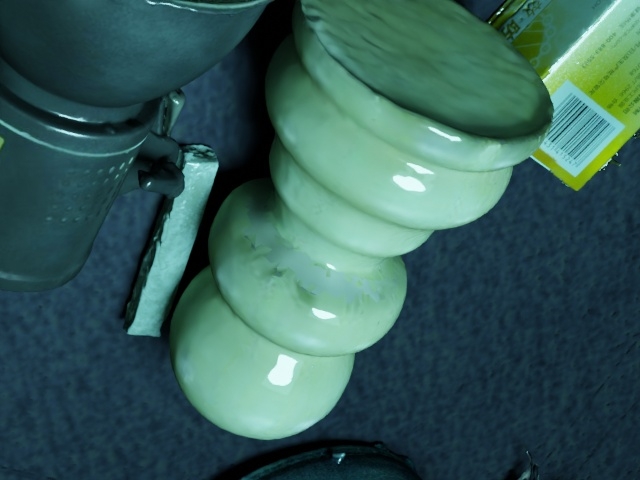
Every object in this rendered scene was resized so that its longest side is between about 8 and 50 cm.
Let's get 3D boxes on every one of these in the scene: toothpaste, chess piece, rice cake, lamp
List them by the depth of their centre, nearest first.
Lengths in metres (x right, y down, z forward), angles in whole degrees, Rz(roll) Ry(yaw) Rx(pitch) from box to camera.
[{"bbox_3d":[-0.119,-0.067,0.838,0.172,0.147,0.227,-16,146,-47],"label":"lamp"},{"bbox_3d":[0.000,0.000,0.945,0.144,0.144,0.251,8,127,-32],"label":"chess piece"},{"bbox_3d":[0.208,-0.168,0.953,0.313,0.071,0.089,-46,130,14],"label":"toothpaste"},{"bbox_3d":[-0.082,0.002,0.977,0.022,0.021,0.121,6,122,-25],"label":"rice cake"}]

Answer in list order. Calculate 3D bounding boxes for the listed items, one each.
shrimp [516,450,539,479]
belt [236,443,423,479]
[{"bbox_3d":[0.148,0.221,1.246,0.073,0.075,0.190,3,121,11],"label":"shrimp"},{"bbox_3d":[-0.014,0.257,1.157,0.206,0.116,0.267,9,120,-37],"label":"belt"}]
